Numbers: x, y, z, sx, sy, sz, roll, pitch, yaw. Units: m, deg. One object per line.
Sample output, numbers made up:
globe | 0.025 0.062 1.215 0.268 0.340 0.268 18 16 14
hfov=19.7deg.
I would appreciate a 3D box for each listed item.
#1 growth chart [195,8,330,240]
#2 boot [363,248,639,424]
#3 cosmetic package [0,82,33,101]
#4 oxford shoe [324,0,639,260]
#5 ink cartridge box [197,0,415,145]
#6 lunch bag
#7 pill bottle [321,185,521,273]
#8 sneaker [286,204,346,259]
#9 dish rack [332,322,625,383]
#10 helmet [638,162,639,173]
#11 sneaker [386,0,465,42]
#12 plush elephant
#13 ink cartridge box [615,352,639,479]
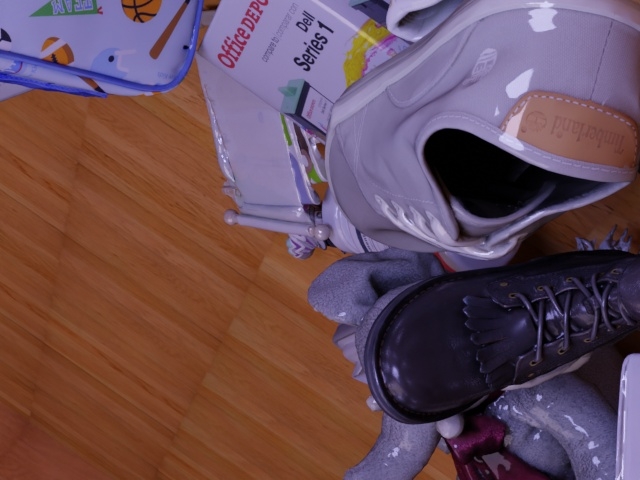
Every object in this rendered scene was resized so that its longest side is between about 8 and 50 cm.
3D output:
growth chart | -0.052 -0.106 1.686 0.172 0.021 0.237 16 124 45
boot | 0.179 0.036 1.181 0.229 0.263 0.091 -19 92 57
cosmetic package | -0.315 -0.234 1.673 0.156 0.217 0.385 45 153 -22
oxford shoe | 0.096 -0.046 1.228 0.169 0.130 0.449 12 164 -11
ink cartridge box | 0.058 -0.145 1.448 0.278 0.117 0.201 36 157 -2
lunch bag | -0.223 -0.230 1.412 0.303 0.243 0.115 10 180 -43
pill bottle | 0.088 -0.025 1.656 0.180 0.108 0.108 4 142 53
sneaker | 0.000 0.000 1.915 0.069 0.038 0.098 27 156 21
dish rack | 0.173 0.133 1.765 0.332 0.072 0.285 22 165 -9
helmet | 0.272 -0.095 1.216 0.169 0.169 0.161 37 140 -4
sneaker | 0.065 -0.216 1.235 0.292 0.169 0.108 19 155 35
plush elephant | 0.124 0.131 1.498 0.255 0.330 0.272 11 -172 -30
ink cartridge box | 0.374 0.192 1.340 0.285 0.166 0.395 0 168 15
